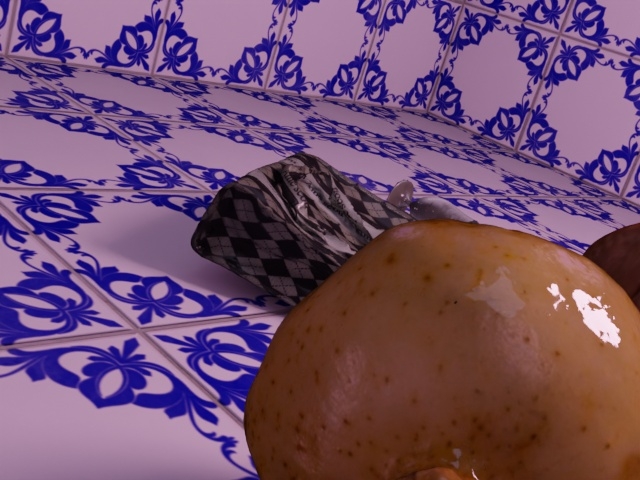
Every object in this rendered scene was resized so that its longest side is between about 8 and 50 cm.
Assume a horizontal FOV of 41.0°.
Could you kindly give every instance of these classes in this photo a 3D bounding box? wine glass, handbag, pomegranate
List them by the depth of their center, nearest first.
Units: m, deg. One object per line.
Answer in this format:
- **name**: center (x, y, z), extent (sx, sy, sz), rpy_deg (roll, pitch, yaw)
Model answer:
- **pomegranate**: center (0.116, 0.169, 0.729), extent (0.410, 0.410, 0.410), rpy_deg (16, 18, -5)
- **handbag**: center (0.000, 0.000, 1.495), extent (0.317, 0.180, 0.416), rpy_deg (33, 19, 7)
- **wine glass**: center (0.256, -0.055, 1.984), extent (0.103, 0.103, 0.222), rpy_deg (-2, 27, -46)

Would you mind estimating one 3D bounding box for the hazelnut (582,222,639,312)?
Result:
- **hazelnut**: center (0.589, 0.114, 1.372), extent (0.372, 0.315, 0.372), rpy_deg (4, 15, -1)
